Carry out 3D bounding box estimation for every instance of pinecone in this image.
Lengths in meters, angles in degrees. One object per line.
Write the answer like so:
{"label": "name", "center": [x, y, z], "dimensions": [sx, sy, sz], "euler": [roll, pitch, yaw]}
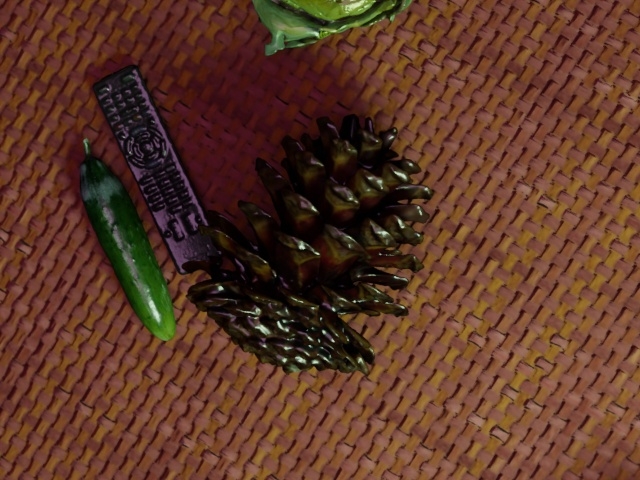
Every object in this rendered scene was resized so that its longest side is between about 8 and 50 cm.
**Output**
{"label": "pinecone", "center": [-0.003, -0.002, 1.555], "dimensions": [0.246, 0.246, 0.292], "euler": [29, 81, 4]}

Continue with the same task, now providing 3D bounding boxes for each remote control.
{"label": "remote control", "center": [-0.184, -0.081, 1.663], "dimensions": [0.063, 0.025, 0.245], "euler": [-24, 92, 9]}

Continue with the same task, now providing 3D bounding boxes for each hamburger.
{"label": "hamburger", "center": [0.001, -0.307, 1.569], "dimensions": [0.214, 0.125, 0.235], "euler": [42, 84, 12]}

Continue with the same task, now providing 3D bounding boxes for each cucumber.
{"label": "cucumber", "center": [-0.224, 0.001, 1.661], "dimensions": [0.056, 0.056, 0.250], "euler": [-24, 92, 8]}
